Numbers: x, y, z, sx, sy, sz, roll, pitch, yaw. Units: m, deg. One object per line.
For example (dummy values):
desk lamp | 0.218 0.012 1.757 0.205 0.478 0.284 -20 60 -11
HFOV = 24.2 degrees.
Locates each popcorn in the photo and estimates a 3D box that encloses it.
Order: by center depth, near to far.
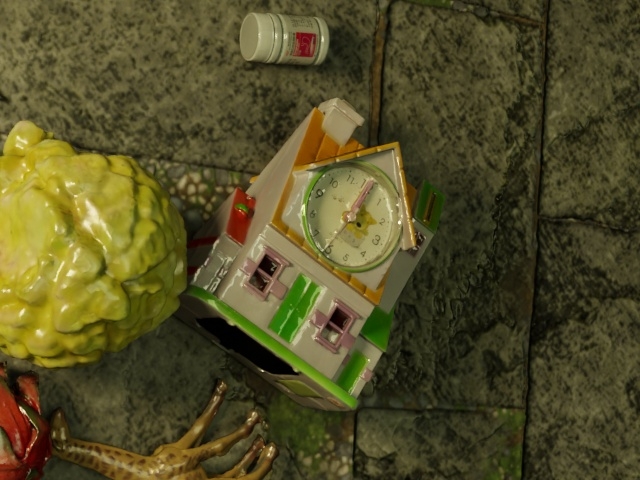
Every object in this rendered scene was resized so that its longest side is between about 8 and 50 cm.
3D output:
popcorn | -0.252 0.009 1.537 0.212 0.259 0.259 30 73 -48

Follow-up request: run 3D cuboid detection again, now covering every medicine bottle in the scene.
medicine bottle | -0.042 -0.233 1.731 0.091 0.058 0.058 0 87 -27

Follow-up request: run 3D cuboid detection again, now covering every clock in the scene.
clock | 0.000 0.000 1.680 0.235 0.166 0.309 37 70 -20

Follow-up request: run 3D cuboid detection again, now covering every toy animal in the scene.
toy animal | -0.173 0.238 1.644 0.276 0.054 0.149 -8 88 -26

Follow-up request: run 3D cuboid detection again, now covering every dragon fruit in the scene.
dragon fruit | -0.338 0.199 1.534 0.121 0.130 0.142 -21 99 7
